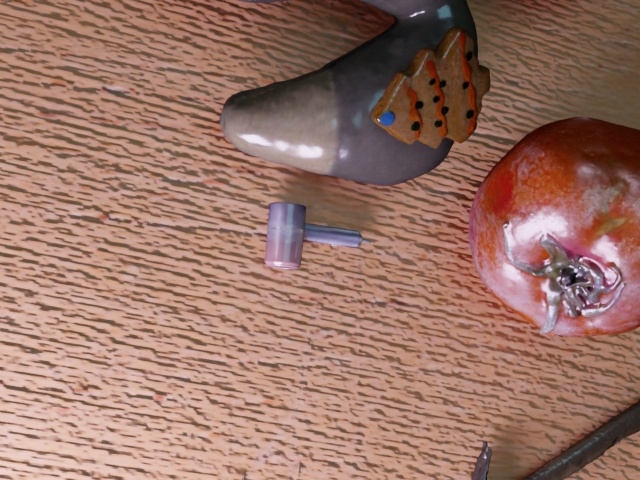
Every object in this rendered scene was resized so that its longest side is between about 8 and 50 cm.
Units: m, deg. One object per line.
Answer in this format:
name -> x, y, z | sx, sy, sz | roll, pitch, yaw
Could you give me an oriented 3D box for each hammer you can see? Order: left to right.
hammer -> 0.283, 0.221, 1.323 | 0.297, 0.027, 0.125 | -27, 98, -20

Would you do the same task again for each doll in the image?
doll -> -0.017, -0.242, 1.153 | 0.382, 0.252, 0.378 | -5, 86, -14

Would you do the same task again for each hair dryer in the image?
hair dryer -> 0.000, 0.000, 1.243 | 0.114, 0.037, 0.063 | 7, 84, -26

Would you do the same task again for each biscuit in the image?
biscuit -> 0.105, -0.130, 1.157 | 0.130, 0.019, 0.119 | -24, 123, -22

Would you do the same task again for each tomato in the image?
tomato -> 0.262, -0.018, 1.248 | 0.232, 0.232, 0.188 | 47, 43, -10
